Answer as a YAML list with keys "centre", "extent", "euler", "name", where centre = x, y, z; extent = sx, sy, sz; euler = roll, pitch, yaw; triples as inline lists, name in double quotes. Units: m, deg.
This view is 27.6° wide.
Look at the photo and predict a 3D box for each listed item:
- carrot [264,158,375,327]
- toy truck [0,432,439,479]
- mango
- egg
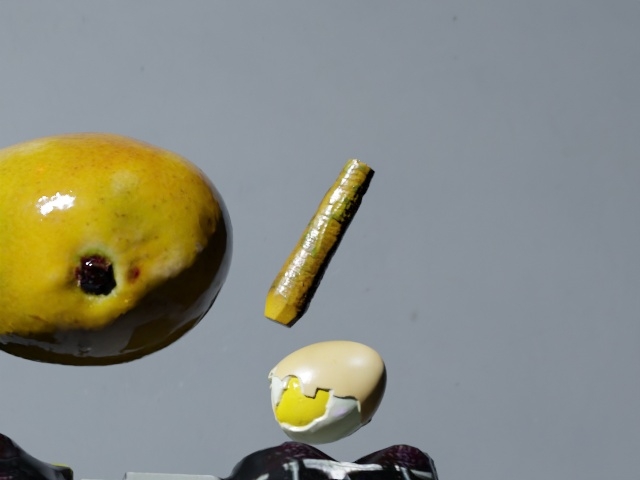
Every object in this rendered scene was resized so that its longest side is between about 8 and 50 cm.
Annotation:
- centre: [0.000, 0.000, 1.182]
  extent: [0.042, 0.042, 0.171]
  euler: [29, 82, -1]
  name: "carrot"
- centre: [-0.093, 0.246, 0.784]
  extent: [0.405, 0.254, 0.181]
  euler: [7, 44, -22]
  name: "toy truck"
- centre: [-0.106, 0.002, 0.522]
  extent: [0.111, 0.163, 0.090]
  euler: [-12, 101, -50]
  name: "mango"
- centre: [0.007, 0.104, 0.907]
  extent: [0.083, 0.071, 0.071]
  euler: [-22, 80, 5]
  name: "egg"
